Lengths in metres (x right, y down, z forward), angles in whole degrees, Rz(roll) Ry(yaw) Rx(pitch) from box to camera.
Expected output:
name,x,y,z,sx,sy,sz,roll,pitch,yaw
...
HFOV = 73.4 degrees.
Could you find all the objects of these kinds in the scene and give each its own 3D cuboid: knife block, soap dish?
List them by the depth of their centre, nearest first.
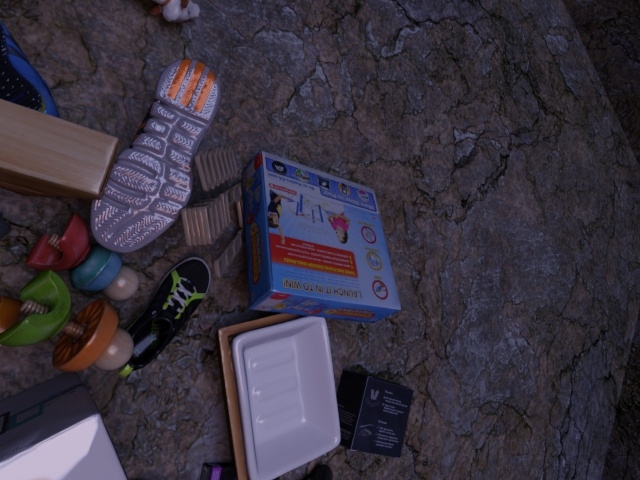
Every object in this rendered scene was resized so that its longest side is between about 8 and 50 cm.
name,x,y,z,sx,sy,sz,roll,pitch,yaw
knife block,-0.445,-0.140,0.551,0.242,0.275,0.088,36,62,-60
soap dish,-0.084,0.288,0.838,0.228,0.118,0.291,-8,90,-36

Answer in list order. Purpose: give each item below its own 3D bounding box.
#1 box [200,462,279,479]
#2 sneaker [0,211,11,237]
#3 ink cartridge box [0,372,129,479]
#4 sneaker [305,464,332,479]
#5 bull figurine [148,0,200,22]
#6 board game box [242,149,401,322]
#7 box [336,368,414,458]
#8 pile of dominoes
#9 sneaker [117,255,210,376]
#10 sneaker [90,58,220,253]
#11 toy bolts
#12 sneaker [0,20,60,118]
name,x,y,z,sx,sy,sz,roll,pitch,yaw
box,-0.157,0.489,0.821,0.162,0.029,0.116,18,76,-35
sneaker,-0.493,-0.039,0.632,0.035,0.031,0.083,-45,116,-44
ink cartridge box,-0.362,0.319,0.541,0.197,0.270,0.198,-23,99,-34
sneaker,-0.040,0.528,0.873,0.170,0.051,0.089,-51,134,-27
bull figurine,-0.335,-0.526,0.746,0.310,0.101,0.189,23,69,-33
board game box,0.000,0.000,0.878,0.308,0.086,0.302,14,55,-34
box,0.117,0.396,0.988,0.155,0.093,0.159,26,72,-31
pile of dominoes,-0.179,-0.062,0.741,0.040,0.251,0.196,-5,105,2
sneaker,-0.258,0.130,0.739,0.084,0.097,0.235,44,63,-25
sneaker,-0.264,-0.129,0.719,0.124,0.180,0.321,29,82,-19
toy bolts,-0.375,0.101,0.644,0.158,0.218,0.229,47,28,-38
sneaker,-0.469,-0.253,0.654,0.069,0.082,0.209,-33,88,-5
